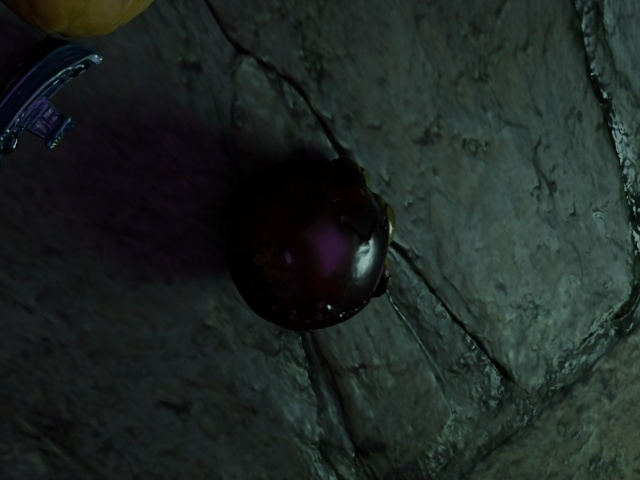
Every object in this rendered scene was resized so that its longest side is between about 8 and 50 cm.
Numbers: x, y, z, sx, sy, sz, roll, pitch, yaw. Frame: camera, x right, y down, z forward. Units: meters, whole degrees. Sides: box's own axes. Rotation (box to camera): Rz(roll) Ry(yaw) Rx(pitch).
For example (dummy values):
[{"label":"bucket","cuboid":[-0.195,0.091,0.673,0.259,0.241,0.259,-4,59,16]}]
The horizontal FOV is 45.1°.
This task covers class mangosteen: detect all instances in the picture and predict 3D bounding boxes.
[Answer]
[{"label":"mangosteen","cuboid":[0.000,0.000,0.746,0.180,0.166,0.166,-24,121,-45]}]

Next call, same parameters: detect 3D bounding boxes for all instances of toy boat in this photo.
[{"label":"toy boat","cuboid":[-0.233,-0.107,0.634,0.061,0.060,0.137,37,83,-13]}]

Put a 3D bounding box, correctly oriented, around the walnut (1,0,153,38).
[{"label":"walnut","cuboid":[-0.176,-0.249,0.556,0.159,0.159,0.207,-2,115,-27]}]
